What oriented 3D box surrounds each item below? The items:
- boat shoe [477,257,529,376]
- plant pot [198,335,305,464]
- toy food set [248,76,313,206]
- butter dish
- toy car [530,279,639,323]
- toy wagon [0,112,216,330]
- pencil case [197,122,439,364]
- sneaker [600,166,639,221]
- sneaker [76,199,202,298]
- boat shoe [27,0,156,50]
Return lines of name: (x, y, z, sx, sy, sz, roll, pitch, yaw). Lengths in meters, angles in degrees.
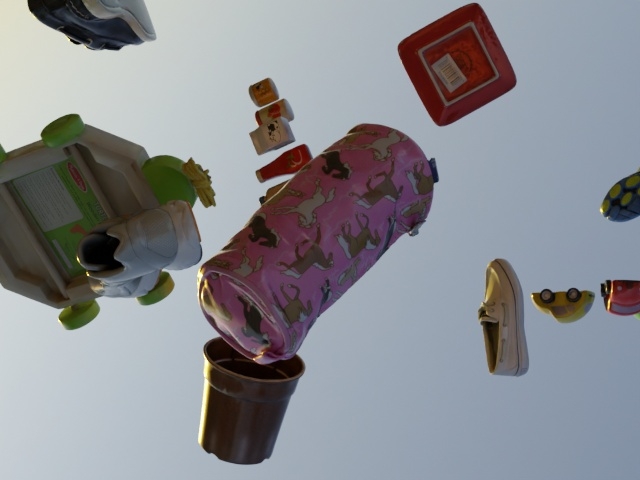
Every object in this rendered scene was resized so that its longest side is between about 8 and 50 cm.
boat shoe: (0.329, 0.140, 2.486, 0.083, 0.075, 0.226, 136, -51, -58)
plant pot: (-0.121, 0.261, 2.175, 0.167, 0.167, 0.165, -110, -150, -68)
toy food set: (-0.079, -0.133, 2.148, 0.104, 0.232, 0.111, -23, 175, 14)
butter dish: (0.217, -0.290, 2.226, 0.160, 0.160, 0.118, -29, -171, -3)
toy car: (0.471, 0.100, 2.066, 0.239, 0.225, 0.053, -14, -107, 60)
toy wagon: (-0.283, -0.034, 1.717, 0.344, 0.267, 0.068, -18, -154, 19)
pencil case: (0.000, 0.000, 1.808, 0.167, 0.160, 0.386, 28, -130, 25)
sneaker: (0.529, -0.095, 2.152, 0.188, 0.067, 0.078, -44, 164, 1)
sneaker: (-0.245, 0.013, 1.603, 0.121, 0.099, 0.262, -8, 169, -31)
boat shoe: (-0.327, -0.326, 1.927, 0.113, 0.127, 0.340, -24, -176, 8)
